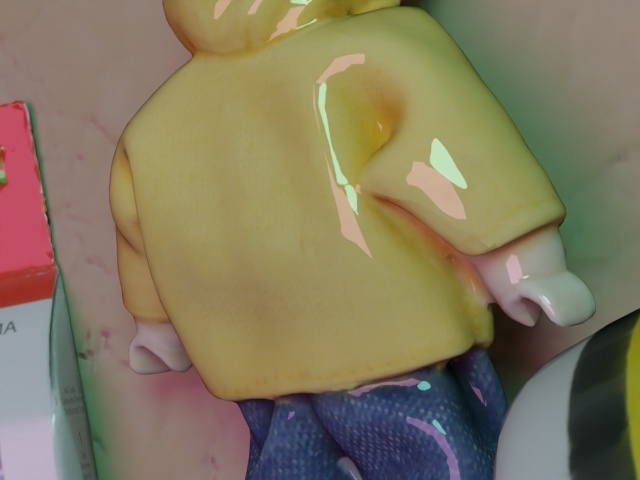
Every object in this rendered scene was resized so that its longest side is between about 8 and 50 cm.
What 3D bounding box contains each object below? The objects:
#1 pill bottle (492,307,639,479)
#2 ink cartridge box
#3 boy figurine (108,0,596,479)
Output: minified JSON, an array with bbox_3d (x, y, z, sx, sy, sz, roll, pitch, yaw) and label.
[{"bbox_3d":[0.219,0.040,0.408,0.334,0.188,0.188,-31,77,26],"label":"pill bottle"},{"bbox_3d":[-0.157,0.051,0.676,0.145,0.045,0.179,-11,89,11],"label":"ink cartridge box"},{"bbox_3d":[0.000,0.000,0.581,0.177,0.092,0.285,-18,80,43],"label":"boy figurine"}]
